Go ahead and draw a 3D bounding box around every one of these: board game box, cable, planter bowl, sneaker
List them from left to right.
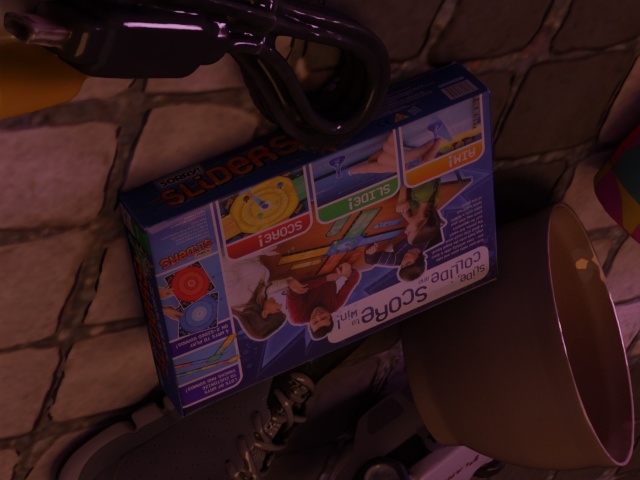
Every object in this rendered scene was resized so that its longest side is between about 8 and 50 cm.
[{"bbox_3d":[-0.059,-0.110,0.787,0.287,0.072,0.139,-4,121,-56],"label":"cable"},{"bbox_3d":[-0.034,0.129,1.020,0.228,0.132,0.086,-38,148,5],"label":"sneaker"},{"bbox_3d":[0.000,0.000,0.946,0.201,0.035,0.136,-22,132,-18],"label":"board game box"},{"bbox_3d":[0.115,0.067,1.074,0.109,0.162,0.162,-14,153,19],"label":"planter bowl"}]

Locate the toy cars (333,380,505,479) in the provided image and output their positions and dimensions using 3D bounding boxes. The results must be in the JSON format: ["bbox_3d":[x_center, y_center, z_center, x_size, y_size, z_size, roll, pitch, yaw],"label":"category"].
[{"bbox_3d":[-0.002,0.210,1.205,0.394,0.087,0.176,-52,156,18],"label":"toy cars"}]

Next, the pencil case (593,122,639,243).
[{"bbox_3d":[0.267,-0.082,1.048,0.104,0.104,0.236,5,130,-45],"label":"pencil case"}]
